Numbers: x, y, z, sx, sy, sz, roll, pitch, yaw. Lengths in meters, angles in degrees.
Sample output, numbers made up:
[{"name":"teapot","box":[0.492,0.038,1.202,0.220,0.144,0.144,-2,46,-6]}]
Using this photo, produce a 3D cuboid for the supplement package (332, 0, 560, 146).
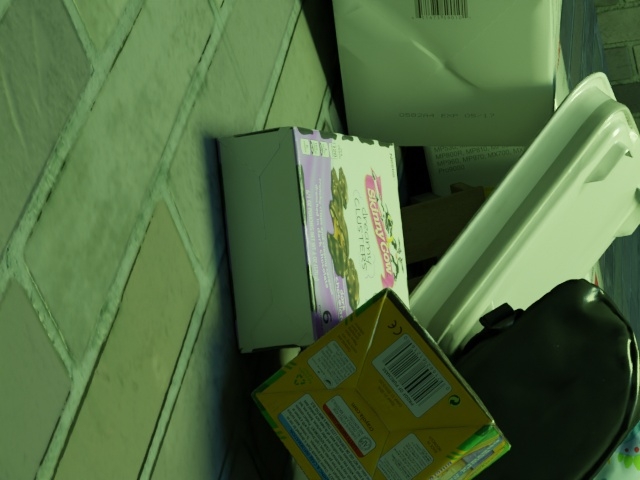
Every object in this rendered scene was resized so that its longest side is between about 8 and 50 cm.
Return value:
[{"name":"supplement package","box":[0.132,-0.247,1.564,0.262,0.199,0.198,-77,164,-48]}]

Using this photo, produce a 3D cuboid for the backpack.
[{"name":"backpack","box":[0.204,0.223,1.500,0.273,0.290,0.355,49,-4,13]}]

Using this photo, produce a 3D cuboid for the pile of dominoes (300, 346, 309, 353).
[{"name":"pile of dominoes","box":[0.030,0.091,1.419,0.196,0.040,0.251,54,33,-58]}]

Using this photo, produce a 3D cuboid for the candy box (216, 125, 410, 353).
[{"name":"candy box","box":[0.000,0.000,1.272,0.196,0.070,0.165,0,83,-65]}]

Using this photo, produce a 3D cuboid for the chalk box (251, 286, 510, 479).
[{"name":"chalk box","box":[0.053,0.142,1.225,0.132,0.132,0.213,52,-1,17]}]

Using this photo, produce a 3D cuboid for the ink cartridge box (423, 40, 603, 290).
[{"name":"ink cartridge box","box":[0.225,-0.062,1.870,0.279,0.160,0.384,-65,143,-68]}]

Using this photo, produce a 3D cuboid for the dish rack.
[{"name":"dish rack","box":[0.214,0.016,1.567,0.333,0.072,0.285,-53,156,-1]}]

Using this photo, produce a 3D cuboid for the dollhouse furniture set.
[{"name":"dollhouse furniture set","box":[0.095,0.017,1.679,0.151,0.123,0.144,-153,-131,-68]}]
